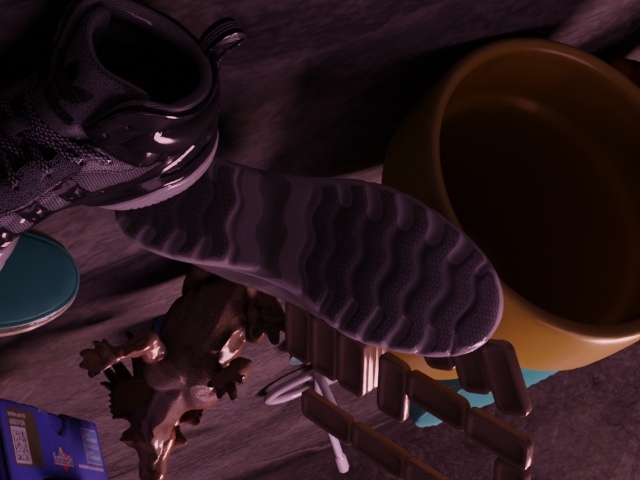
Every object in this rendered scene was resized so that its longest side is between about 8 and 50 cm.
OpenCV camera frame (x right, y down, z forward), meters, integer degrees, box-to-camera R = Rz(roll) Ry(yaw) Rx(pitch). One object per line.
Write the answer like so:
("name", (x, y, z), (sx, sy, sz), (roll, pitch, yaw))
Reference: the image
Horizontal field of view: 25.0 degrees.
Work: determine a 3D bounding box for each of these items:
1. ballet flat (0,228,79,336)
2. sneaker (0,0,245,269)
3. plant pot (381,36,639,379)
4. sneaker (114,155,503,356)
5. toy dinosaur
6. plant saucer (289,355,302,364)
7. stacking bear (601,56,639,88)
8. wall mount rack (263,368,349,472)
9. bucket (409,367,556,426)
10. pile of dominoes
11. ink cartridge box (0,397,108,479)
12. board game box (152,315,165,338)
("ballet flat", (-0.277, 0.033, 0.966), (0.086, 0.086, 0.248), (-37, 160, 36))
("sneaker", (-0.163, -0.057, 0.786), (0.269, 0.101, 0.153), (-24, 166, -28))
("plant pot", (0.139, 0.000, 1.177), (0.254, 0.254, 0.239), (-16, 165, -33))
("sneaker", (0.000, 0.000, 1.032), (0.115, 0.281, 0.105), (16, 96, -79))
("toy dinosaur", (-0.105, 0.080, 1.297), (0.295, 0.127, 0.200), (-50, 180, -8))
("plant saucer", (0.011, 0.120, 1.809), (0.119, 0.021, 0.119), (-24, 165, -7))
("stacking bear", (0.354, -0.131, 1.255), (0.289, 0.164, 0.175), (-18, -148, 19))
("wall mount rack", (0.101, 0.215, 2.072), (0.350, 0.130, 0.304), (-23, 165, -6))
("bucket", (0.177, 0.076, 1.614), (0.281, 0.183, 0.281), (-24, 165, -7))
("pile of dominoes", (0.073, 0.104, 1.117), (0.040, 0.251, 0.196), (-31, 136, -36))
("ink cartridge box", (-0.348, 0.245, 1.264), (0.395, 0.151, 0.270), (-16, 166, 6))
("board game box", (-0.144, 0.129, 1.455), (0.020, 0.090, 0.090), (-23, 165, -16))
